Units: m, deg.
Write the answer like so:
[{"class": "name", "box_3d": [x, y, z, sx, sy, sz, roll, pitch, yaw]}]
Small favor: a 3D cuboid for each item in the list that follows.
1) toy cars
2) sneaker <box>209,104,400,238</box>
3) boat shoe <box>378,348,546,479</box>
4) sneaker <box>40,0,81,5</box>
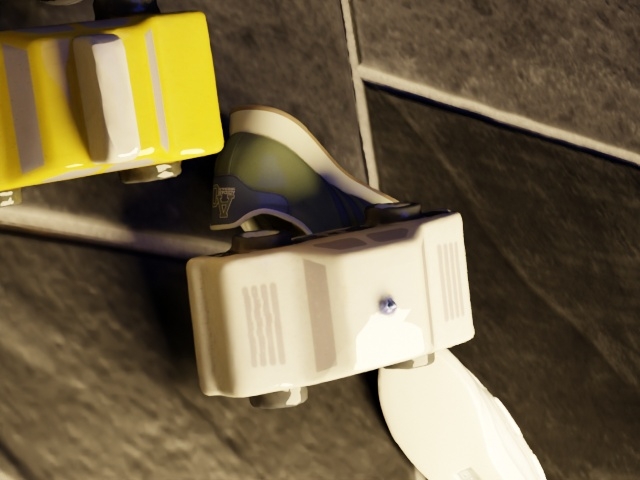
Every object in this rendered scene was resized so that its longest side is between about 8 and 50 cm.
[{"class": "toy cars", "box_3d": [-0.050, -0.018, 0.863, 0.393, 0.087, 0.176, 36, 74, -29]}, {"class": "sneaker", "box_3d": [0.000, 0.000, 0.997, 0.192, 0.064, 0.086, 37, 60, -37]}, {"class": "boat shoe", "box_3d": [0.101, 0.128, 1.048, 0.184, 0.066, 0.063, 51, 27, -17]}, {"class": "sneaker", "box_3d": [-0.202, -0.253, 0.841, 0.153, 0.101, 0.269, -17, 88, -54]}]
